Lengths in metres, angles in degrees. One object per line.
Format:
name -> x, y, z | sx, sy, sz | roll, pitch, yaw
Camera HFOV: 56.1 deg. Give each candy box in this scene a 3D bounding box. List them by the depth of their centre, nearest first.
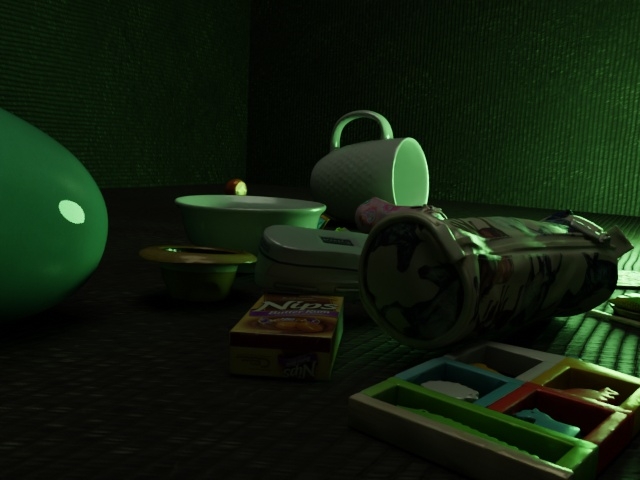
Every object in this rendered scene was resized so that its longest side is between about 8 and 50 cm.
candy box -> -0.033, 0.107, 0.711 | 0.109, 0.053, 0.186 | 3, 7, 5

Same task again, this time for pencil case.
pencil case -> 0.235, 0.038, 0.786 | 0.411, 0.183, 0.159 | -2, 49, -42
pencil case -> 0.211, -0.045, 1.568 | 0.124, 0.124, 0.284 | -2, 9, -29

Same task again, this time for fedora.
fedora -> -0.189, 0.052, 0.935 | 0.195, 0.079, 0.194 | 4, 3, 0

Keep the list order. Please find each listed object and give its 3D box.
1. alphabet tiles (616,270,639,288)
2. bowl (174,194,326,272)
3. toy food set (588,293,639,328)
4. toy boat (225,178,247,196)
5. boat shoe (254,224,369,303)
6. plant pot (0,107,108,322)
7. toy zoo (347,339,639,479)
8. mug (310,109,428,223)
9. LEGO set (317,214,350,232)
alphabet tiles -> 0.595, 0.072, 1.283 | 0.199, 0.009, 0.237 | 2, 9, -1
bowl -> -0.139, -0.013, 1.195 | 0.298, 0.133, 0.298 | 2, 8, 0
toy food set -> 0.533, 0.102, 0.960 | 0.192, 0.038, 0.132 | -3, 10, -32
toy boat -> -0.224, -0.089, 1.610 | 0.231, 0.151, 0.151 | 3, 9, 4
boat shoe -> 0.039, 0.045, 0.841 | 0.268, 0.088, 0.096 | 6, 26, -25
plant pot -> -0.420, -0.025, 0.755 | 0.293, 0.292, 0.235 | 7, -7, 28
toy zoo -> 0.191, 0.149, 0.571 | 0.193, 0.030, 0.293 | 10, 11, 42
mug -> 0.142, -0.231, 1.945 | 0.328, 0.373, 0.276 | 1, 11, 33
LEGO set -> 0.000, 0.000, 1.367 | 0.087, 0.093, 0.227 | 35, 7, 4
